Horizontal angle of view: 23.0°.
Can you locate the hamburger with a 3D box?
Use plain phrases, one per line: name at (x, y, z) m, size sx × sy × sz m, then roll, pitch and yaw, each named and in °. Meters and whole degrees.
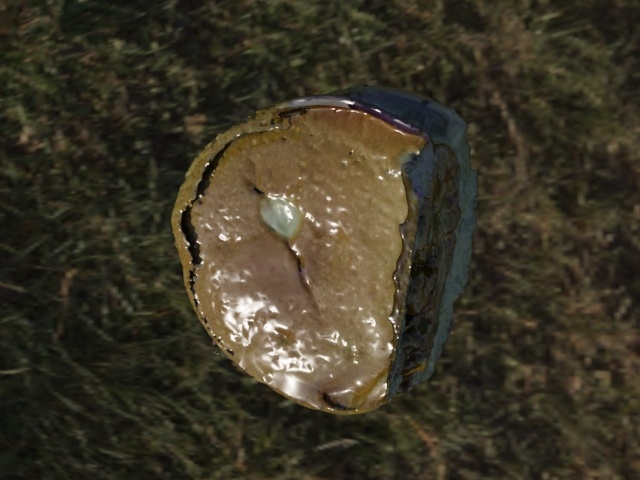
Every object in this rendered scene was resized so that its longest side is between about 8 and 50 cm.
hamburger at (0.000, 0.000, 1.558) m, size 0.195 × 0.277 × 0.318 m, roll -30°, pitch 133°, yaw -69°
